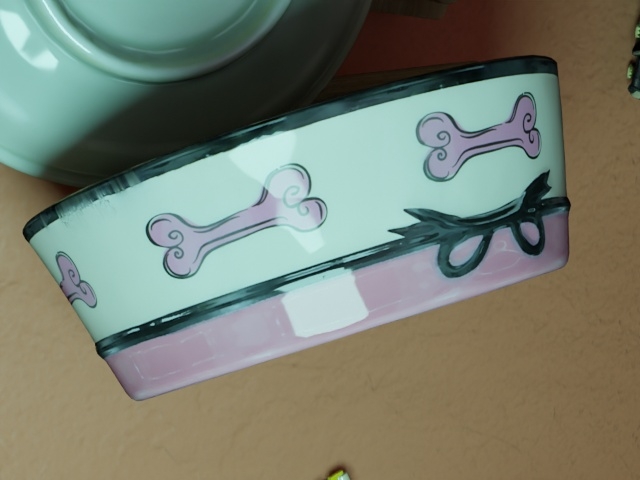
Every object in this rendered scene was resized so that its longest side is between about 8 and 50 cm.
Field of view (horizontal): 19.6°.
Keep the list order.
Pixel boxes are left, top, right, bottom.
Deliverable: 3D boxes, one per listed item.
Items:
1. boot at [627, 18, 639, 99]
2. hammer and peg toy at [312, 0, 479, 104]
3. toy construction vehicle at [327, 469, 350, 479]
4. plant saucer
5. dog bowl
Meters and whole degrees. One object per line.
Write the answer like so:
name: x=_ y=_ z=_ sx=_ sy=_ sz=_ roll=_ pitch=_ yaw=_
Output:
boot: x=0.312 y=-0.266 z=1.671 sx=0.377 sy=0.138 sz=0.284 roll=-8 pitch=105 yaw=-35
hammer and peg toy: x=0.010 y=-0.262 z=1.491 sx=0.266 sy=0.127 sz=0.361 roll=3 pitch=102 yaw=-31
toy construction vehicle: x=-0.008 y=0.254 z=1.649 sx=0.098 sy=0.035 sz=0.086 roll=-32 pitch=104 yaw=-24
plant saucer: x=-0.120 y=-0.223 z=1.302 sx=0.401 sy=0.100 sz=0.400 roll=-6 pitch=106 yaw=-23
dog bowl: x=0.000 y=0.000 z=1.359 sx=0.408 sy=0.408 sz=0.150 roll=-17 pitch=87 yaw=-27
